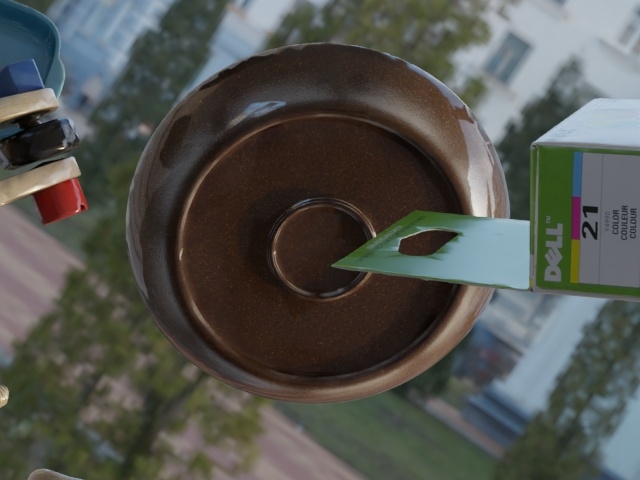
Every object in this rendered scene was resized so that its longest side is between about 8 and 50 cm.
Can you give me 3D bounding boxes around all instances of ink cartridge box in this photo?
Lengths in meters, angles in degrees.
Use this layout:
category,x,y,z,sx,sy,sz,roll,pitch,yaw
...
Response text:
category,x,y,z,sx,sy,sz,roll,pitch,yaw
ink cartridge box,0.155,-0.033,1.098,0.255,0.097,0.189,5,15,20

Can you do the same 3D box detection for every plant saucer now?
category,x,y,z,sx,sy,sz,roll,pitch,yaw
plant saucer,0.000,0.000,1.364,0.310,0.311,0.050,34,17,-15

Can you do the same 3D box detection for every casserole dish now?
category,x,y,z,sx,sy,sz,roll,pitch,yaw
casserole dish,-0.285,-0.137,1.313,0.188,0.114,0.037,18,-12,3

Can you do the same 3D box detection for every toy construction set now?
category,x,y,z,sx,sy,sz,roll,pitch,yaw
toy construction set,-0.309,0.015,1.140,0.257,0.309,0.237,4,10,14

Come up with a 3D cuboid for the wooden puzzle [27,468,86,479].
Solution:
category,x,y,z,sx,sy,sz,roll,pitch,yaw
wooden puzzle,-0.144,0.295,1.353,0.238,0.221,0.044,17,18,-16
